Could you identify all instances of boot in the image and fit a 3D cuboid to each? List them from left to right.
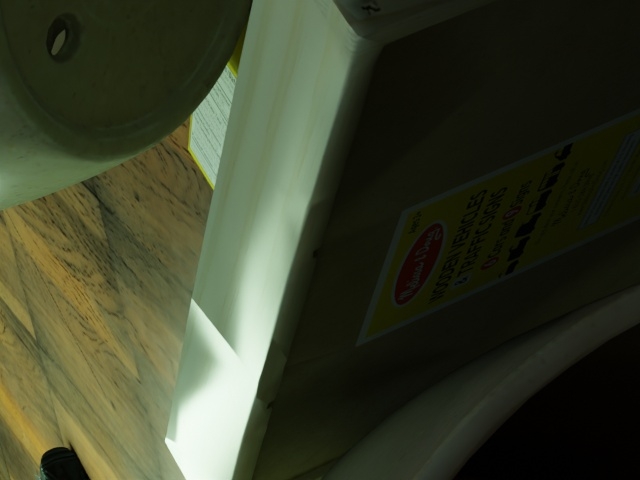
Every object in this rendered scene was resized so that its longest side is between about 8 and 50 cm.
[{"bbox_3d":[-0.204,0.237,1.571,0.099,0.045,0.121,103,147,-54],"label":"boot"}]

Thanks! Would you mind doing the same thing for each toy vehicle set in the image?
[{"bbox_3d":[0.050,-0.018,0.504,0.035,0.166,0.267,59,158,22],"label":"toy vehicle set"}]

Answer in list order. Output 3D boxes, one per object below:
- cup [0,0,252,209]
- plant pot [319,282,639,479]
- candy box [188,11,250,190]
[{"bbox_3d":[-0.164,-0.138,0.772,0.237,0.331,0.331,16,131,32],"label":"cup"},{"bbox_3d":[0.073,0.132,0.497,0.256,0.256,0.274,69,164,-3],"label":"plant pot"},{"bbox_3d":[0.000,0.000,0.844,0.206,0.027,0.105,57,155,25],"label":"candy box"}]
